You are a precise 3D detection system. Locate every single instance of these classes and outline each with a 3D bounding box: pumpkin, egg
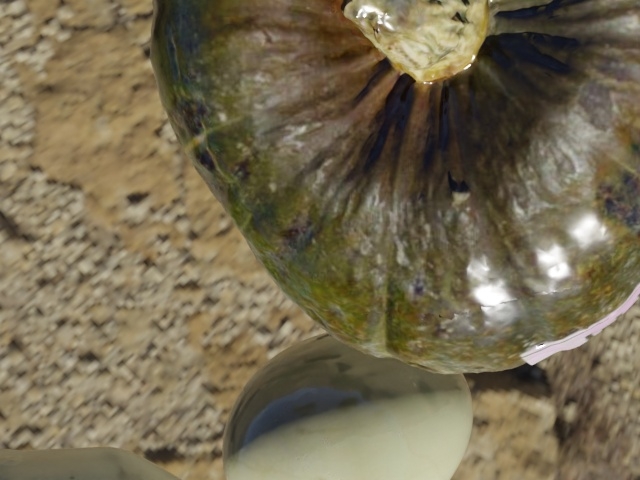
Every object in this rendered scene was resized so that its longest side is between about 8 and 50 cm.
[{"bbox_3d":[0.050,-0.084,0.696,0.260,0.189,0.260,-1,87,14],"label":"pumpkin"},{"bbox_3d":[0.027,0.172,1.604,0.186,0.241,0.186,45,146,44],"label":"egg"}]

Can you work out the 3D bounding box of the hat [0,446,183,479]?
[{"bbox_3d":[-0.101,0.179,0.760,0.258,0.301,0.168,13,88,-15],"label":"hat"}]
